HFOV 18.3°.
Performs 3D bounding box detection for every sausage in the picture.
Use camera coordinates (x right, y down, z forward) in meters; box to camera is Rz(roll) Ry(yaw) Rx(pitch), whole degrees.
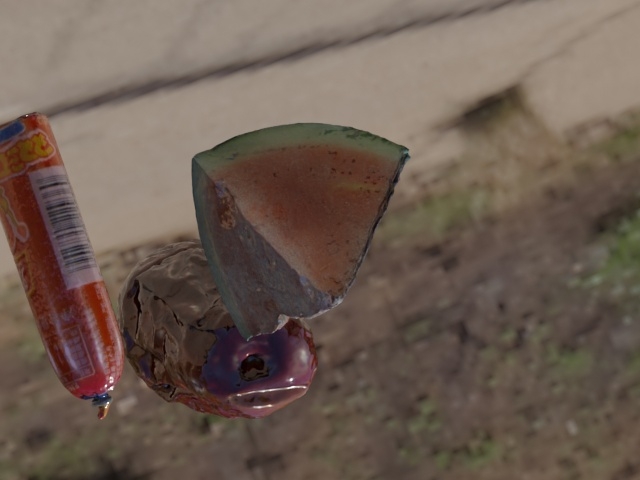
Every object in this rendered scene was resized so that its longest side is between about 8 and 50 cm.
[{"bbox_3d":[-0.231,0.026,1.763,0.074,0.274,0.074,-20,177,-1],"label":"sausage"}]

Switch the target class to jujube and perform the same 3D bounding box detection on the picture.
[{"bbox_3d":[-0.111,0.107,2.259,0.216,0.216,0.342,-19,-169,-17],"label":"jujube"}]

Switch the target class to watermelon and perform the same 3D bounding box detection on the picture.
[{"bbox_3d":[0.000,-0.001,1.761,0.207,0.202,0.136,-23,149,1],"label":"watermelon"}]
